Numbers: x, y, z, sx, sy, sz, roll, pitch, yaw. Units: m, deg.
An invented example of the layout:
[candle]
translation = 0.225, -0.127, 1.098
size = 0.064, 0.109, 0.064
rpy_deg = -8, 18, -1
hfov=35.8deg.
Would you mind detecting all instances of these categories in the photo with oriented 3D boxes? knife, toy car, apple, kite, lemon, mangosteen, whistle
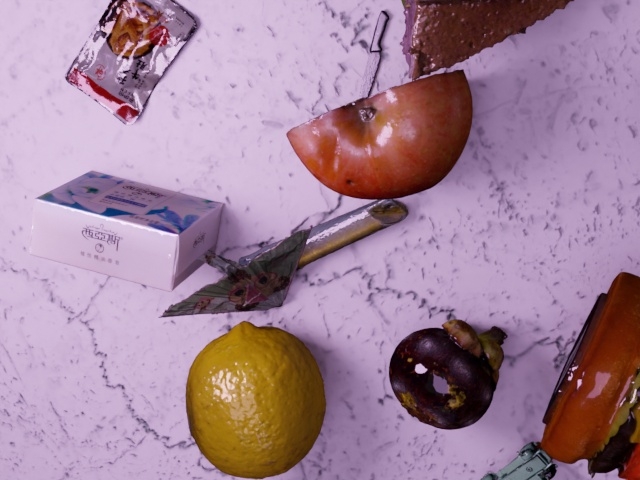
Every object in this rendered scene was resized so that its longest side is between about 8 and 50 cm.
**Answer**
[knife]
translation = 0.088, -0.298, 1.649
size = 0.023, 0.010, 0.170
rpy_deg = 21, 113, 16
[toy car]
translation = 0.353, 0.418, 1.767
size = 0.073, 0.054, 0.143
rpy_deg = 45, 117, 1
[apple]
translation = 0.110, -0.145, 1.556
size = 0.293, 0.251, 0.163
rpy_deg = -20, 91, 21
[kite]
translation = -0.131, 0.073, 1.718
size = 0.323, 0.268, 0.013
rpy_deg = -30, 56, 11
[lemon]
translation = -0.115, 0.293, 1.762
size = 0.254, 0.253, 0.310
rpy_deg = 1, 107, 16
[mangosteen]
translation = 0.226, 0.215, 1.689
size = 0.192, 0.192, 0.217
rpy_deg = 45, 75, -1
[whistle]
translation = 0.000, 0.001, 1.735
size = 0.327, 0.068, 0.057
rpy_deg = -24, 62, 23

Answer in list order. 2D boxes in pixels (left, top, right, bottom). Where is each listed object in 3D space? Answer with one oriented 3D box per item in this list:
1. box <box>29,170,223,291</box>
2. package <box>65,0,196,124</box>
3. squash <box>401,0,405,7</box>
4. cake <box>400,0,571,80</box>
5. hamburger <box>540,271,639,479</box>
[box]
translation = -0.340, -0.022, 1.754
size = 0.274, 0.203, 0.116
rpy_deg = 14, 110, 12
[package]
translation = -0.334, -0.335, 1.749
size = 0.154, 0.030, 0.239
rpy_deg = 38, 112, 0
[squash]
translation = 0.142, -0.462, 1.543
size = 0.082, 0.082, 0.292
rpy_deg = -13, 102, 20
[cake]
translation = 0.249, -0.353, 1.483
size = 0.295, 0.116, 0.112
rpy_deg = -20, 123, 1
[hamburger]
translation = 0.504, 0.227, 1.522
size = 0.250, 0.330, 0.329
rpy_deg = 26, 112, 13
